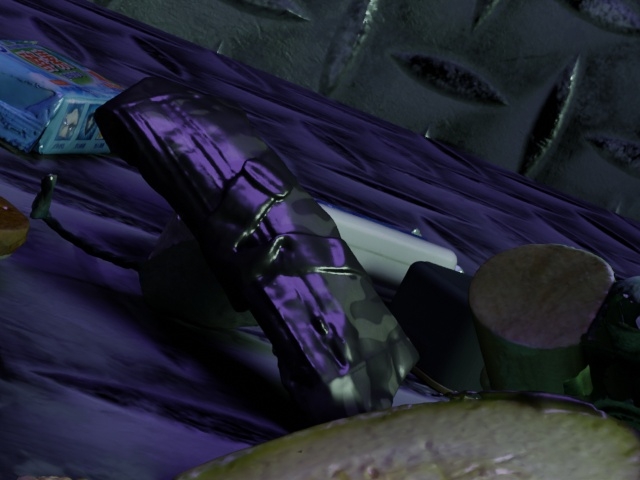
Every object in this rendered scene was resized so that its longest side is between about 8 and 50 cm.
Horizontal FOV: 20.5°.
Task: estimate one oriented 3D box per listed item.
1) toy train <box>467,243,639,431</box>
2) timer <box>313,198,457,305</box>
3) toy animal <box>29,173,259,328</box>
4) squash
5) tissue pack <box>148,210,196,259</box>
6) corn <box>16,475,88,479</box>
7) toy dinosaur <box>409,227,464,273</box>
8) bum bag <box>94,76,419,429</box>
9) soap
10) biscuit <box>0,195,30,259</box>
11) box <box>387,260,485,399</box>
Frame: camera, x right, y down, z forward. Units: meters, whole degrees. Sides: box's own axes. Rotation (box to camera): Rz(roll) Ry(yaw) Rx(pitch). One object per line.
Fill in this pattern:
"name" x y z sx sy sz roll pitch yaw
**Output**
"toy train" 0.190 0.129 1.207 0.189 0.126 0.307 7 -37 22
"timer" 0.000 0.000 1.765 0.253 0.078 0.178 17 3 -45
"toy animal" -0.124 0.016 1.422 0.253 0.079 0.070 20 7 -23
"squash" 0.074 0.147 1.028 0.204 0.155 0.237 17 14 -45
"tissue pack" -0.092 0.012 1.546 0.094 0.074 0.059 19 19 -37
"corn" -0.035 0.168 0.814 0.244 0.093 0.093 15 13 -28
"toy dinosaur" 0.130 0.053 1.914 0.167 0.053 0.242 45 -7 -19
"bum bag" -0.040 0.002 1.357 0.144 0.095 0.340 -15 61 -44
"soap" -0.295 -0.153 1.886 0.156 0.077 0.293 27 10 11
"biscuit" -0.313 -0.027 1.274 0.208 0.049 0.181 19 12 -30
"box" 0.165 0.096 1.676 0.201 0.090 0.144 17 12 -37
